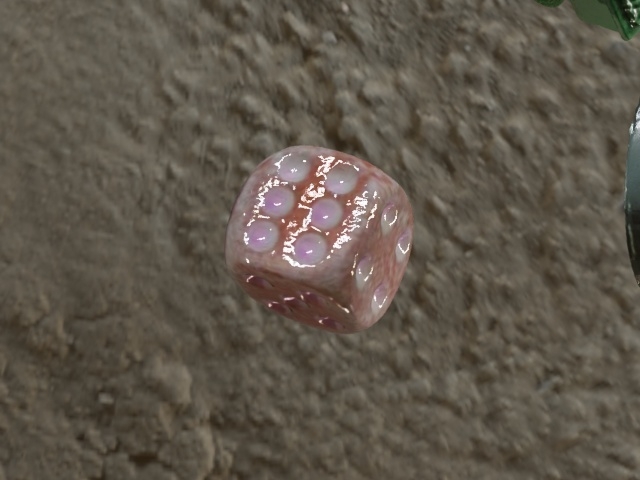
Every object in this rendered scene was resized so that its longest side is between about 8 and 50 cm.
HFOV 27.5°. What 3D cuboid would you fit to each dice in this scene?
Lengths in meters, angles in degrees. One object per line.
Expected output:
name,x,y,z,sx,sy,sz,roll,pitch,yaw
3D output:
dice,0.000,0.000,0.831,0.094,0.091,0.093,14,69,24

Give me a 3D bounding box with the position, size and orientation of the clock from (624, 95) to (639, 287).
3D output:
clock,0.411,-0.068,1.455,0.055,0.280,0.280,5,117,32

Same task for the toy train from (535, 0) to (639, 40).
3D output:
toy train,0.298,-0.372,1.514,0.145,0.202,0.266,-46,128,-11
